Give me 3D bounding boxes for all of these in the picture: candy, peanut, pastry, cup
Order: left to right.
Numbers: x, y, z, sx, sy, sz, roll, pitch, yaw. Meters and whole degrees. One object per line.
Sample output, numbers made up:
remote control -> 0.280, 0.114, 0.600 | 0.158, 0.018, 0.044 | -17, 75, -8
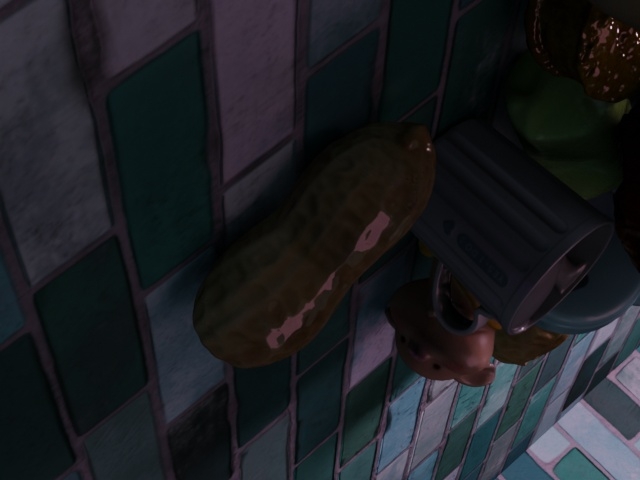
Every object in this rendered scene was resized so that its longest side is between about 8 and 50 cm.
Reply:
peanut -> 0.000, 0.000, 1.396 | 0.298, 0.120, 0.136 | -46, -176, -1
cup -> 0.182, -0.001, 1.628 | 0.221, 0.202, 0.167 | -48, 160, 8
peanut -> 0.349, 0.064, 2.176 | 0.305, 0.147, 0.147 | -56, 158, 21
candy -> 0.301, -0.144, 1.715 | 0.132, 0.142, 0.343 | -13, 165, 13
pastry -> 0.292, -0.237, 1.471 | 0.189, 0.103, 0.188 | -27, 133, -34

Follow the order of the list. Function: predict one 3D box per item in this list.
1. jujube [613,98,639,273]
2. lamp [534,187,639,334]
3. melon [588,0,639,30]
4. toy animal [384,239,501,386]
jujube -> 0.462, -0.049, 1.595 | 0.276, 0.276, 0.377 | -49, 159, 8
lamp -> 0.313, 0.028, 1.961 | 0.284, 0.209, 0.147 | -14, 165, -30
melon -> 0.317, -0.301, 1.222 | 0.268, 0.268, 0.330 | -48, 168, 6
toy animal -> 0.179, 0.065, 1.802 | 0.149, 0.165, 0.248 | -15, 145, -51
